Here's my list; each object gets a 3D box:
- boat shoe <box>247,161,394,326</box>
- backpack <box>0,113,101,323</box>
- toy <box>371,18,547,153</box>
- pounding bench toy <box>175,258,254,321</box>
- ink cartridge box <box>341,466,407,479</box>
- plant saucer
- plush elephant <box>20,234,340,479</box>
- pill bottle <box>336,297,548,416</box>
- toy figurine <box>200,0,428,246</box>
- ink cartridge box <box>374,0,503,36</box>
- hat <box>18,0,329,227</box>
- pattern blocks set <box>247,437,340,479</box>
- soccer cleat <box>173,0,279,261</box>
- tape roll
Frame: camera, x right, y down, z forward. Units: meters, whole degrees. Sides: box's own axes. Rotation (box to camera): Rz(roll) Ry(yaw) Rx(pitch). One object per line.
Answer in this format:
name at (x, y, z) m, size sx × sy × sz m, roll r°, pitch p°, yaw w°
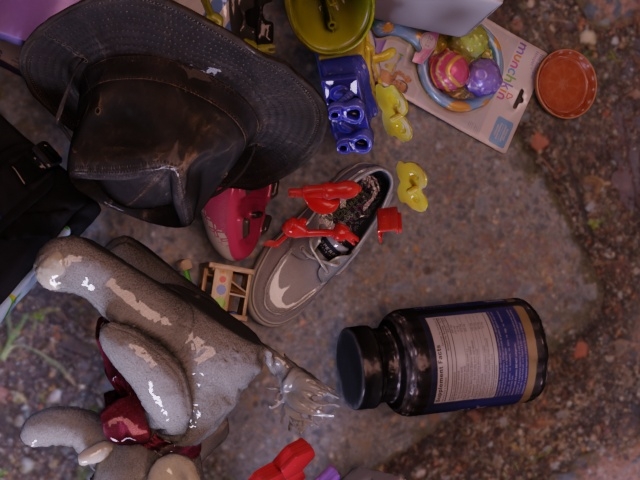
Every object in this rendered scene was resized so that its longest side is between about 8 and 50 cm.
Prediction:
boat shoe at (0.001, 0.000, 1.961) m, size 0.079 × 0.081 × 0.227 m, roll 41°, pitch 76°, yaw -12°
backpack at (-0.440, 0.031, 1.741) m, size 0.290 × 0.273 × 0.355 m, roll 40°, pitch 48°, yaw -18°
toy at (0.151, -0.215, 2.033) m, size 0.237 × 0.056 × 0.137 m, roll 27°, pitch 80°, yaw -15°
pounding bench toy at (-0.123, 0.058, 1.934) m, size 0.083 × 0.052 × 0.065 m, roll 11°, pitch 85°, yaw -17°
ink cartridge box at (0.101, 0.374, 1.927) m, size 0.100 × 0.172 × 0.237 m, roll -40°, pitch 99°, yaw -15°
plant saucer at (0.292, -0.187, 2.095) m, size 0.083 × 0.013 × 0.083 m, roll 0°, pitch 89°, yaw -23°
plush elephant at (-0.181, 0.174, 1.801) m, size 0.330 × 0.272 × 0.255 m, roll 34°, pitch 94°, yaw 1°
pill bottle at (0.135, 0.133, 1.976) m, size 0.219 × 0.123 × 0.122 m, roll -5°, pitch 89°, yaw -17°
toy figurine at (-0.006, -0.194, 1.877) m, size 0.191 × 0.217 × 0.362 m, roll -11°, pitch 126°, yaw 9°
ink cartridge box at (0.094, -0.408, 1.959) m, size 0.223 × 0.129 × 0.307 m, roll 9°, pitch 76°, yaw -14°
hat at (-0.163, -0.095, 1.704) m, size 0.331 × 0.331 × 0.134 m, roll 27°, pitch 61°, yaw -15°
pattern blocks set at (-0.112, 0.338, 1.825) m, size 0.325 × 0.285 × 0.026 m, roll -40°, pitch 66°, yaw -3°
soccer cleat at (-0.125, -0.144, 1.927) m, size 0.143 × 0.116 × 0.331 m, roll 3°, pitch 99°, yaw 18°
tape roll at (-0.280, -0.216, 1.826) m, size 0.189 × 0.189 × 0.080 m, roll 23°, pitch 81°, yaw -15°
